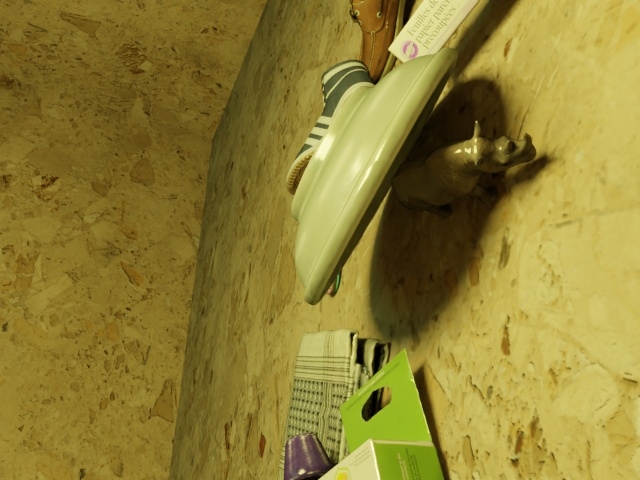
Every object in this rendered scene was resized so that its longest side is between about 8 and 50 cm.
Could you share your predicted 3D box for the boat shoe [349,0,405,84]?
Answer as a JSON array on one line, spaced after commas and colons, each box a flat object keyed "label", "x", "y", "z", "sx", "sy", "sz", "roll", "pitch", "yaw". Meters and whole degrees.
[{"label": "boat shoe", "x": 0.104, "y": -0.451, "z": 1.197, "sx": 0.110, "sy": 0.105, "sz": 0.307, "roll": -125, "pitch": 43, "yaw": -59}]

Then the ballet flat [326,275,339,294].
[{"label": "ballet flat", "x": 0.000, "y": 0.000, "z": 1.229, "sx": 0.077, "sy": 0.079, "sz": 0.221, "roll": 139, "pitch": 142, "yaw": -57}]

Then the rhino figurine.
[{"label": "rhino figurine", "x": 0.173, "y": -0.086, "z": 0.760, "sx": 0.243, "sy": 0.107, "sz": 0.073, "roll": 154, "pitch": 128, "yaw": -66}]

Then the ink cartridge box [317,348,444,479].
[{"label": "ink cartridge box", "x": 0.053, "y": 0.287, "z": 0.769, "sx": 0.188, "sy": 0.097, "sz": 0.255, "roll": -54, "pitch": 36, "yaw": 40}]

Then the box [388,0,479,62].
[{"label": "box", "x": 0.212, "y": -0.369, "z": 0.827, "sx": 0.324, "sy": 0.063, "sz": 0.067, "roll": -49, "pitch": 2, "yaw": 42}]

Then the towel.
[{"label": "towel", "x": 0.002, "y": 0.304, "z": 1.028, "sx": 0.324, "sy": 0.056, "sz": 0.311, "roll": 161, "pitch": 122, "yaw": -67}]

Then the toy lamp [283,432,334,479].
[{"label": "toy lamp", "x": 0.002, "y": 0.400, "z": 0.830, "sx": 0.080, "sy": 0.080, "sz": 0.274, "roll": -58, "pitch": 37, "yaw": 41}]

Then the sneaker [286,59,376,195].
[{"label": "sneaker", "x": 0.018, "y": -0.219, "z": 1.195, "sx": 0.282, "sy": 0.099, "sz": 0.153, "roll": -51, "pitch": 34, "yaw": 36}]

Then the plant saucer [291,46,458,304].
[{"label": "plant saucer", "x": 0.053, "y": -0.102, "z": 0.870, "sx": 0.400, "sy": 0.101, "sz": 0.400, "roll": -60, "pitch": -4, "yaw": -7}]
